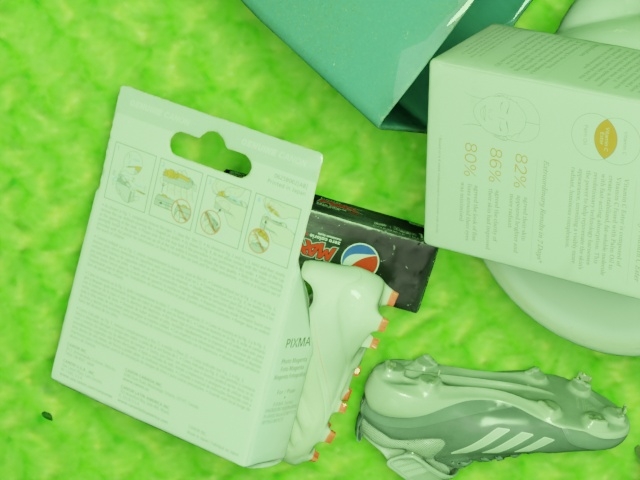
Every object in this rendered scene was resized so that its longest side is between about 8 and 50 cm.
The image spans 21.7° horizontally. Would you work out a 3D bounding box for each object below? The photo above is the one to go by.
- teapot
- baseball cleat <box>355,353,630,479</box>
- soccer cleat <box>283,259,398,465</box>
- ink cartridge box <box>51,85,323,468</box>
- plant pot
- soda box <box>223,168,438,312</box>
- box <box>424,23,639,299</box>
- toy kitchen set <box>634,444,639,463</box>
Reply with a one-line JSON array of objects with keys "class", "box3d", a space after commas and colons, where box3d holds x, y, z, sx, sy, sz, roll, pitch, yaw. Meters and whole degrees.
[{"class": "teapot", "box3d": [0.237, -0.048, 1.179, 0.252, 0.187, 0.256, 35, 126, 16]}, {"class": "baseball cleat", "box3d": [0.130, 0.146, 1.290, 0.206, 0.072, 0.109, 13, 120, -2]}, {"class": "soccer cleat", "box3d": [-0.005, 0.089, 1.245, 0.076, 0.068, 0.196, 23, 129, 1]}, {"class": "ink cartridge box", "box3d": [-0.087, 0.025, 1.211, 0.189, 0.066, 0.232, 20, 98, 29]}, {"class": "plant pot", "box3d": [0.018, -0.208, 1.131, 0.234, 0.165, 0.165, 39, 102, 11]}, {"class": "soda box", "box3d": [0.000, 0.000, 1.248, 0.169, 0.053, 0.060, 16, 105, -4]}, {"class": "box", "box3d": [0.161, -0.051, 1.048, 0.170, 0.091, 0.130, 15, 119, 28]}, {"class": "toy kitchen set", "box3d": [0.275, 0.201, 1.292, 0.083, 0.075, 0.068, 44, 101, -6]}]
